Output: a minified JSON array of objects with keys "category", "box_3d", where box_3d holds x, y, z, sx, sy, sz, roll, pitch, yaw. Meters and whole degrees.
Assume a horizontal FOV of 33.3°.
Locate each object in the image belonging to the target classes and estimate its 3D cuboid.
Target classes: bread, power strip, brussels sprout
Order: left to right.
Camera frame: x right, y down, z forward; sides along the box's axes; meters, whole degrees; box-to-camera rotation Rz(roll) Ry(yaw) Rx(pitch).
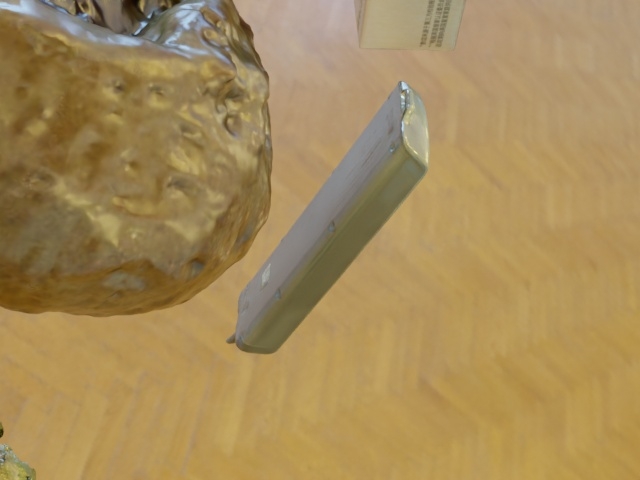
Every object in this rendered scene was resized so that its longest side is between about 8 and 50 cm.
[{"category":"brussels sprout","box_3d":[-0.191,0.124,0.606,0.046,0.051,0.083,-38,132,-36]},{"category":"bread","box_3d":[-0.118,-0.075,0.453,0.230,0.123,0.230,29,32,-20]},{"category":"power strip","box_3d":[0.000,0.000,0.682,0.027,0.253,0.060,21,43,-20]}]

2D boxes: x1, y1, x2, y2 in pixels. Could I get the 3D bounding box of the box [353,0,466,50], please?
[{"category":"box","box_3d":[0.063,-0.240,0.699,0.073,0.194,0.139,0,56,-5]}]
